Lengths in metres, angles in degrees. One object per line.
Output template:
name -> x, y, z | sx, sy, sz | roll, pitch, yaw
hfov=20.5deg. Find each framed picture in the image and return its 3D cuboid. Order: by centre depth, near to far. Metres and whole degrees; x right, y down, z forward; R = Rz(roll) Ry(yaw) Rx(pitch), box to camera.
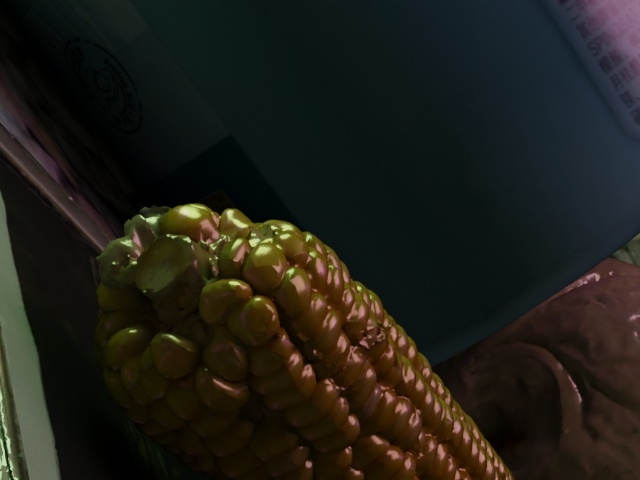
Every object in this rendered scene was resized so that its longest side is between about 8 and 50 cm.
framed picture -> -0.070, 0.068, 0.675 | 0.231, 0.018, 0.293 | 49, 9, -36

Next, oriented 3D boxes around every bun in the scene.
bun -> 0.142, 0.129, 1.076 | 0.153, 0.244, 0.244 | -3, 55, -56

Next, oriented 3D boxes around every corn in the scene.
corn -> 0.016, 0.094, 0.692 | 0.292, 0.101, 0.101 | 54, 6, -40

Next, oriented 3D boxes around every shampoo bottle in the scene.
shampoo bottle -> 0.025, -0.138, 0.976 | 0.343, 0.331, 0.331 | 54, 8, -8
